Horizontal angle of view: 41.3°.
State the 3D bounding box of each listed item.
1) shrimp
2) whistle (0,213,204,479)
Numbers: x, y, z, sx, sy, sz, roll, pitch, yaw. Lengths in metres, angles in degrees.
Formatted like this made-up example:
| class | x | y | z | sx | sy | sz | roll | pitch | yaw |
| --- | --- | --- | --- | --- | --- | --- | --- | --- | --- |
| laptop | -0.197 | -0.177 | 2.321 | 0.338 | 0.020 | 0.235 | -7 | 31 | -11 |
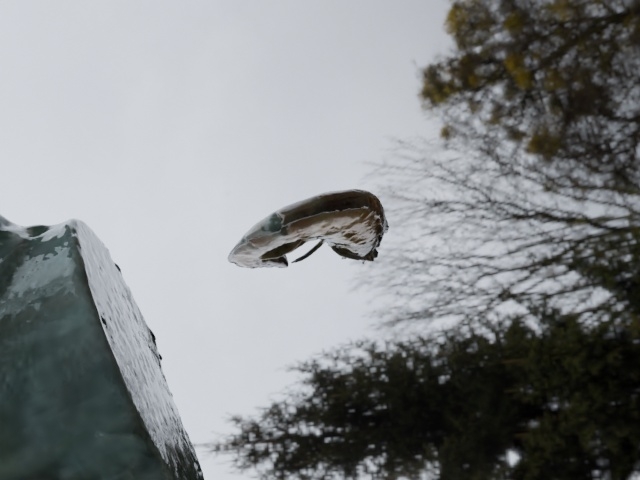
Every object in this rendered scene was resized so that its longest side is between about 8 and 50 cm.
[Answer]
| class | x | y | z | sx | sy | sz | roll | pitch | yaw |
| --- | --- | --- | --- | --- | --- | --- | --- | --- | --- |
| shrimp | -0.001 | -0.002 | 0.793 | 0.251 | 0.144 | 0.052 | 36 | -144 | -69 |
| whistle | -0.165 | 0.156 | 0.543 | 0.188 | 0.168 | 0.404 | -121 | 11 | -52 |
